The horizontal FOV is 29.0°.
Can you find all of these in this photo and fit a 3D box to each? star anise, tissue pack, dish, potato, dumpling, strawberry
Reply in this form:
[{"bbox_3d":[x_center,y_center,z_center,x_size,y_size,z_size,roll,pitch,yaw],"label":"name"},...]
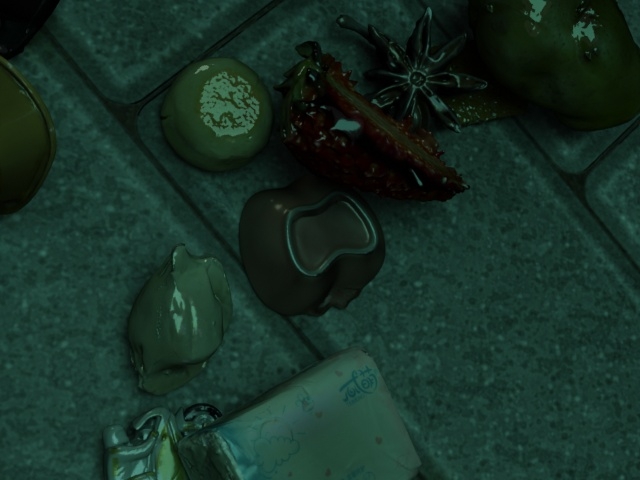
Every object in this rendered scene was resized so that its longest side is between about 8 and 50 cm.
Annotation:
[{"bbox_3d":[0.125,-0.241,1.798,0.209,0.089,0.231,-25,87,-10],"label":"star anise"},{"bbox_3d":[-0.021,0.277,1.570,0.271,0.124,0.201,-26,95,-40],"label":"tissue pack"},{"bbox_3d":[0.000,0.000,1.692,0.213,0.090,0.213,5,75,-21],"label":"dish"},{"bbox_3d":[0.354,-0.295,1.823,0.351,0.202,0.218,33,54,-26],"label":"potato"},{"bbox_3d":[-0.174,0.102,1.592,0.136,0.118,0.199,5,103,-35],"label":"dumpling"},{"bbox_3d":[0.061,-0.113,1.660,0.306,0.233,0.138,38,107,-22],"label":"strawberry"}]

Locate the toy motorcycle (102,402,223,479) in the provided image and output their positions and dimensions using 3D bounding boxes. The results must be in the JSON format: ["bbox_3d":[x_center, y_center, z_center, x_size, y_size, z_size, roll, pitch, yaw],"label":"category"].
[{"bbox_3d":[-0.214,0.290,1.547,0.151,0.074,0.228,30,67,-12],"label":"toy motorcycle"}]

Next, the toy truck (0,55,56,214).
[{"bbox_3d":[-0.464,-0.078,1.442,0.204,0.288,0.211,50,41,-3],"label":"toy truck"}]

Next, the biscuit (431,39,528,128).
[{"bbox_3d":[0.269,-0.248,1.893,0.237,0.026,0.131,-12,84,-24],"label":"biscuit"}]

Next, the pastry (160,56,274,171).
[{"bbox_3d":[-0.138,-0.171,1.681,0.157,0.092,0.156,4,74,-13],"label":"pastry"}]

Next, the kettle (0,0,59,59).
[{"bbox_3d":[-0.444,-0.356,1.581,0.232,0.144,0.202,34,87,-14],"label":"kettle"}]
